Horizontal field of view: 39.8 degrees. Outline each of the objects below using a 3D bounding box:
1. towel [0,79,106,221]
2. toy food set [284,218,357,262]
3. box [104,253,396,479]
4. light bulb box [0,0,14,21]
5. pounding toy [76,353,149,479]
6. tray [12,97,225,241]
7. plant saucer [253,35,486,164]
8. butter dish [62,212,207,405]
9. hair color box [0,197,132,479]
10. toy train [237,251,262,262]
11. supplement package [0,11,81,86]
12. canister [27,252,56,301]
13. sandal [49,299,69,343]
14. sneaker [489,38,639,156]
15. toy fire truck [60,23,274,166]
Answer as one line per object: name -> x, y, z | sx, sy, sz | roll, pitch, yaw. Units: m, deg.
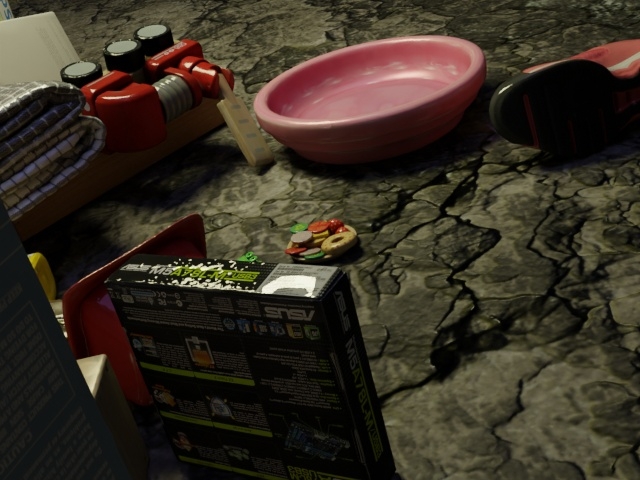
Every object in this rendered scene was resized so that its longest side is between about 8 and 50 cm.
towel -> -0.433, -0.098, 1.104 | 0.283, 0.121, 0.235 | -40, 28, -22
toy food set -> 0.000, 0.000, 0.995 | 0.082, 0.020, 0.083 | -14, 28, 2
box -> -0.051, 0.101, 0.658 | 0.190, 0.184, 0.045 | 2, 34, 31
light bulb box -> -0.730, -0.341, 1.622 | 0.225, 0.358, 0.361 | -8, 27, 10
pounding toy -> -0.225, 0.152, 0.704 | 0.141, 0.130, 0.100 | -13, 27, 4
tray -> -0.357, -0.140, 1.374 | 0.203, 0.076, 0.411 | 11, 36, 41
plant saucer -> 0.074, -0.199, 1.262 | 0.332, 0.084, 0.332 | -11, 28, 6
butter dish -> -0.135, 0.085, 0.801 | 0.118, 0.160, 0.160 | 36, 52, 27
hair color box -> -0.183, 0.155, 0.412 | 0.185, 0.374, 0.113 | -1, 31, 25
toy train -> -0.070, 0.036, 0.968 | 0.023, 0.017, 0.083 | -32, 31, -11
supplement package -> -0.530, -0.251, 1.460 | 0.175, 0.177, 0.293 | -23, 13, 17
canister -> -0.395, 0.077, 0.991 | 0.170, 0.073, 0.126 | -12, 27, 2
sandal -> -0.236, 0.095, 0.913 | 0.180, 0.049, 0.072 | -6, 31, -15
sneaker -> 0.338, -0.182, 1.105 | 0.314, 0.116, 0.136 | -15, 17, -16
toy fire truck -> -0.202, -0.181, 1.240 | 0.246, 0.158, 0.217 | 19, 42, 32
